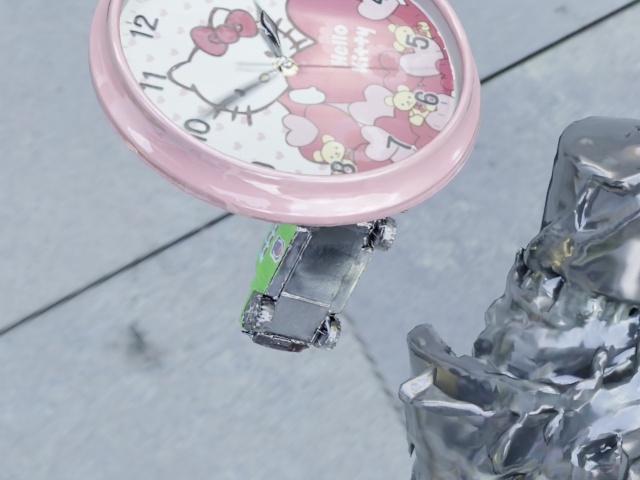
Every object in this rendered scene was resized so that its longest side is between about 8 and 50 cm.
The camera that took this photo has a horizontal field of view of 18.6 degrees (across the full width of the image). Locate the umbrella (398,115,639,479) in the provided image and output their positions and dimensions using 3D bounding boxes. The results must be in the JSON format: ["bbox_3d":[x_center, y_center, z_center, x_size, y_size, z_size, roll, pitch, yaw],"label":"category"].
[{"bbox_3d":[0.052,0.113,0.639,0.128,0.154,0.336,45,145,48],"label":"umbrella"}]

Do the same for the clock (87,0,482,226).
[{"bbox_3d":[-0.019,-0.104,1.181,0.244,0.244,0.056,31,141,10],"label":"clock"}]

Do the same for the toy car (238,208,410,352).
[{"bbox_3d":[0.000,0.000,1.335,0.071,0.062,0.165,16,113,-27],"label":"toy car"}]
